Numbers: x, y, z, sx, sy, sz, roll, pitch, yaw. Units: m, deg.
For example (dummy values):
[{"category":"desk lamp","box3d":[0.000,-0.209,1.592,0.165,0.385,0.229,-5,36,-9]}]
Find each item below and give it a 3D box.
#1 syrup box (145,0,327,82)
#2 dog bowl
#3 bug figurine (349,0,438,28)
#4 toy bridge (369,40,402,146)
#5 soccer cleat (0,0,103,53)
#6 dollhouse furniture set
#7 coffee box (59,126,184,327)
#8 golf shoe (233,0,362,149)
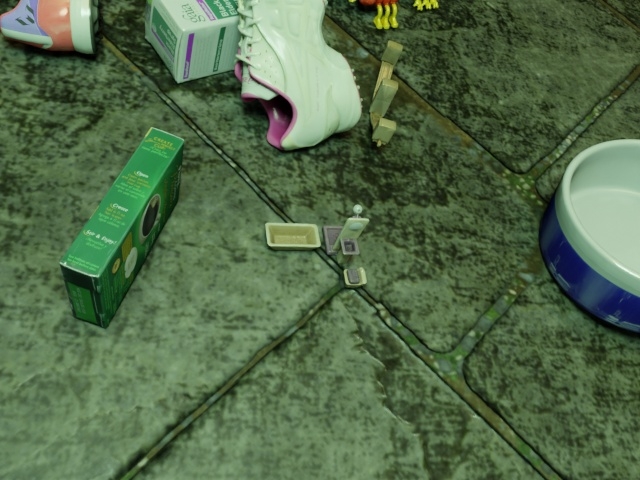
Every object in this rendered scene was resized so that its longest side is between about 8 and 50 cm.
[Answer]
[{"category":"syrup box","box3d":[-0.118,-0.312,0.831,0.236,0.096,0.093,-24,69,-32]},{"category":"dog bowl","box3d":[0.441,-0.009,0.791,0.264,0.104,0.265,2,53,-2]},{"category":"bug figurine","box3d":[0.099,-0.504,1.049,0.216,0.072,0.279,-17,65,-28]},{"category":"toy bridge","box3d":[0.092,-0.207,0.856,0.026,0.063,0.188,16,56,-9]},{"category":"soccer cleat","box3d":[-0.357,-0.383,0.790,0.116,0.109,0.318,-3,62,-16]},{"category":"dollhouse furniture set","box3d":[0.000,0.000,0.677,0.114,0.081,0.091,1,58,-19]},{"category":"coffee box","box3d":[-0.196,-0.015,0.600,0.040,0.113,0.184,21,55,-2]},{"category":"golf shoe","box3d":[-0.058,-0.256,0.738,0.140,0.115,0.306,-34,112,-18]}]
